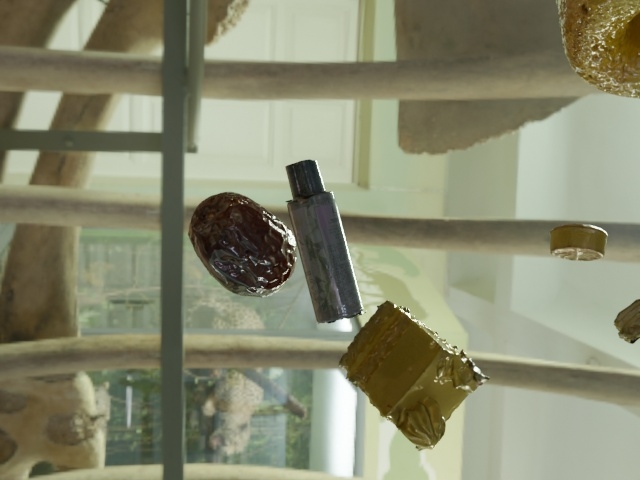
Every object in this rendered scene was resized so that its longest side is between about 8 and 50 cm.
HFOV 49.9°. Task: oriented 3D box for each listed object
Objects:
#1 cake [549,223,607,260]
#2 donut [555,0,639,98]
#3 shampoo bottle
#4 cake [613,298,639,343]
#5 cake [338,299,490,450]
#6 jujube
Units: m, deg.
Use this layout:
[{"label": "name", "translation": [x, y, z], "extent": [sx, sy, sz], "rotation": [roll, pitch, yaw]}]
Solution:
[{"label": "cake", "translation": [0.387, 0.002, 1.034], "extent": [0.084, 0.084, 0.044], "rotation": [125, -28, -74]}, {"label": "donut", "translation": [0.379, -0.247, 0.731], "extent": [0.277, 0.277, 0.109], "rotation": [119, -15, -71]}, {"label": "shampoo bottle", "translation": [0.000, 0.000, 0.909], "extent": [0.072, 0.072, 0.214], "rotation": [160, -84, -80]}, {"label": "cake", "translation": [0.744, 0.166, 1.564], "extent": [0.080, 0.185, 0.116], "rotation": [47, 0, 27]}, {"label": "cake", "translation": [0.222, 0.316, 1.570], "extent": [0.227, 0.222, 0.286], "rotation": [-53, -132, 2]}, {"label": "jujube", "translation": [-0.150, 0.015, 1.388], "extent": [0.243, 0.183, 0.183], "rotation": [49, 27, -46]}]
